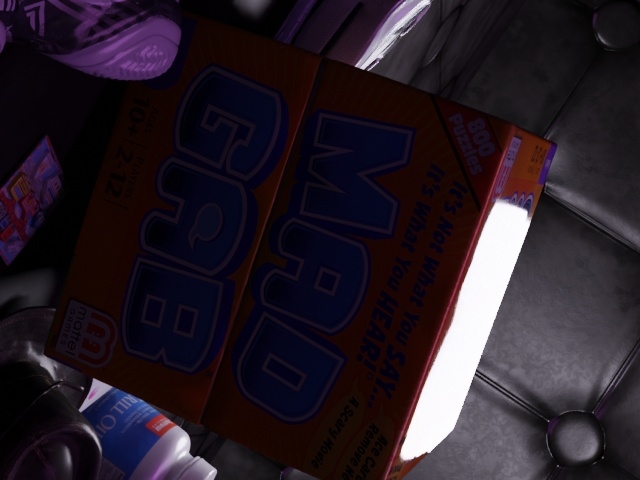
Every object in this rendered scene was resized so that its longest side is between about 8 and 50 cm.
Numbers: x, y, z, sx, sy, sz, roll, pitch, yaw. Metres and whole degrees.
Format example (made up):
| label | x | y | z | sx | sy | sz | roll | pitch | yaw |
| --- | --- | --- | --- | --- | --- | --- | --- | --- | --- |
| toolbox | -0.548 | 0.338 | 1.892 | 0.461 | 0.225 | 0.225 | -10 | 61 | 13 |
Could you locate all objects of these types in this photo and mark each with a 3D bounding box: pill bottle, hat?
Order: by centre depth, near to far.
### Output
| label | x | y | z | sx | sy | sz | roll | pitch | yaw |
| --- | --- | --- | --- | --- | --- | --- | --- | --- | --- |
| hat | -0.313 | 0.238 | 1.234 | 0.331 | 0.134 | 0.331 | -47 | 156 | -29 |
| pill bottle | -0.253 | 0.279 | 1.546 | 0.124 | 0.221 | 0.124 | -54 | 171 | -13 |

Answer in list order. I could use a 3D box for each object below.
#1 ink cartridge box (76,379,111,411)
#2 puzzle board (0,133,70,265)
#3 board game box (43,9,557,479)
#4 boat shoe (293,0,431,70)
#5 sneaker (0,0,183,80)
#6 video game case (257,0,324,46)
| label | x | y | z | sx | sy | sz | roll | pitch | yaw |
| --- | --- | --- | --- | --- | --- | --- | --- | --- | --- |
| ink cartridge box | -0.198 | 0.031 | 1.470 | 0.330 | 0.071 | 0.324 | -39 | 160 | -57 |
| puzzle board | -0.269 | -0.034 | 1.063 | 0.096 | 0.011 | 0.128 | -53 | 170 | -18 |
| board game box | 0.000 | 0.000 | 1.198 | 0.356 | 0.356 | 0.356 | -71 | 164 | 8 |
| boat shoe | 0.084 | -0.324 | 1.465 | 0.335 | 0.121 | 0.119 | -45 | 178 | 1 |
| sneaker | -0.170 | -0.210 | 0.635 | 0.366 | 0.137 | 0.210 | -8 | 121 | -67 |
| video game case | -0.015 | -0.274 | 1.494 | 0.196 | 0.026 | 0.274 | -56 | 170 | 2 |
